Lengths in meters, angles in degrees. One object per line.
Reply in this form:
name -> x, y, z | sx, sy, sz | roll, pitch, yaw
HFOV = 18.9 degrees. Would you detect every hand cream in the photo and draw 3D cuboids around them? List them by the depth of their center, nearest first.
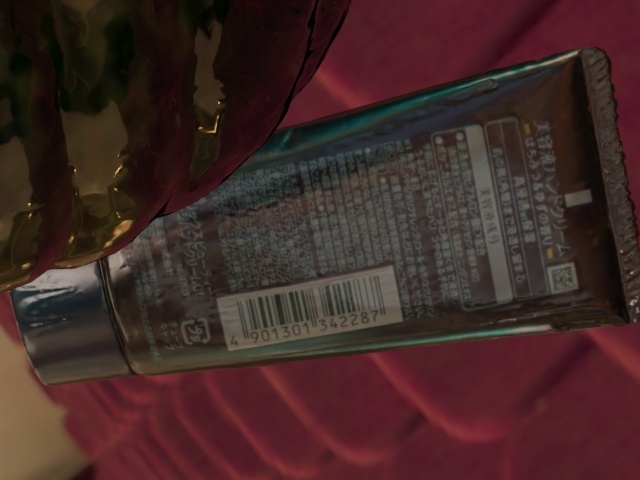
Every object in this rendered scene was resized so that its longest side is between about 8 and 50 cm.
hand cream -> 0.000, 0.000, 0.828 | 0.061, 0.270, 0.120 | -45, -56, -79

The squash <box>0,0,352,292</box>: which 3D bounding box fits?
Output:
squash -> -0.092, -0.080, 0.387 | 0.218, 0.218, 0.172 | 48, 149, 22
